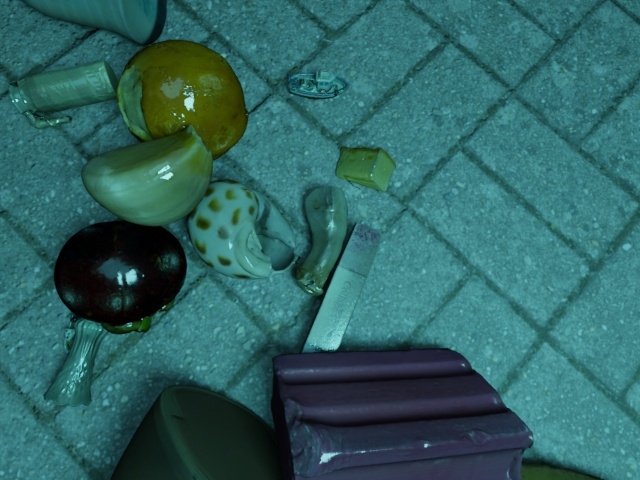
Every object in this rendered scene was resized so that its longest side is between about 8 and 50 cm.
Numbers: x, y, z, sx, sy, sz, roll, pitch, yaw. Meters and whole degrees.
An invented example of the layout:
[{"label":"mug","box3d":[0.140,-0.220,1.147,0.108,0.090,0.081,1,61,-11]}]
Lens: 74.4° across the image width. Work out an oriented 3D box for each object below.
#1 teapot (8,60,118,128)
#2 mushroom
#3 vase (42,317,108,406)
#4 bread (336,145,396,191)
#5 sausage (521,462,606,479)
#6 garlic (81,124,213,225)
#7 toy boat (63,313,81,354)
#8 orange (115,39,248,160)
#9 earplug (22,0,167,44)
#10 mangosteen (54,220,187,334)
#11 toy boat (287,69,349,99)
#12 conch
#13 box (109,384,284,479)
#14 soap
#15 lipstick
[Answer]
[{"label":"teapot","box3d":[-0.537,-0.305,0.899,0.201,0.077,0.107,-15,98,-7]},{"label":"mushroom","box3d":[0.004,0.002,0.861,0.092,0.081,0.223,13,78,-17]},{"label":"vase","box3d":[-0.440,0.219,0.776,0.081,0.081,0.148,14,79,-1]},{"label":"bread","box3d":[0.095,-0.155,0.934,0.109,0.080,0.084,9,74,35]},{"label":"sausage","box3d":[0.546,0.516,0.759,0.501,0.123,0.136,23,106,2]},{"label":"garlic","box3d":[-0.300,-0.107,0.718,0.245,0.145,0.164,-3,74,16]},{"label":"toy boat","box3d":[-0.473,0.178,0.809,0.038,0.038,0.083,8,76,-2]},{"label":"orange","box3d":[-0.265,-0.264,0.823,0.240,0.240,0.239,1,77,-4]},{"label":"earplug","box3d":[-0.526,-0.552,0.914,0.324,0.185,0.184,14,77,6]},{"label":"mangosteen","box3d":[-0.358,0.068,0.761,0.216,0.216,0.216,1,77,-4]},{"label":"toy boat","box3d":[-0.004,-0.355,0.947,0.140,0.066,0.059,4,73,-4]},{"label":"conch","box3d":[-0.170,-0.027,0.822,0.149,0.183,0.274,-37,65,30]},{"label":"box","box3d":[-0.186,0.400,0.651,0.301,0.301,0.216,38,88,5]},{"label":"soap","box3d":[0.110,0.287,0.681,0.360,0.233,0.128,2,109,-15]},{"label":"lipstick","box3d":[0.036,0.121,0.840,0.066,0.068,0.317,23,76,1]}]
